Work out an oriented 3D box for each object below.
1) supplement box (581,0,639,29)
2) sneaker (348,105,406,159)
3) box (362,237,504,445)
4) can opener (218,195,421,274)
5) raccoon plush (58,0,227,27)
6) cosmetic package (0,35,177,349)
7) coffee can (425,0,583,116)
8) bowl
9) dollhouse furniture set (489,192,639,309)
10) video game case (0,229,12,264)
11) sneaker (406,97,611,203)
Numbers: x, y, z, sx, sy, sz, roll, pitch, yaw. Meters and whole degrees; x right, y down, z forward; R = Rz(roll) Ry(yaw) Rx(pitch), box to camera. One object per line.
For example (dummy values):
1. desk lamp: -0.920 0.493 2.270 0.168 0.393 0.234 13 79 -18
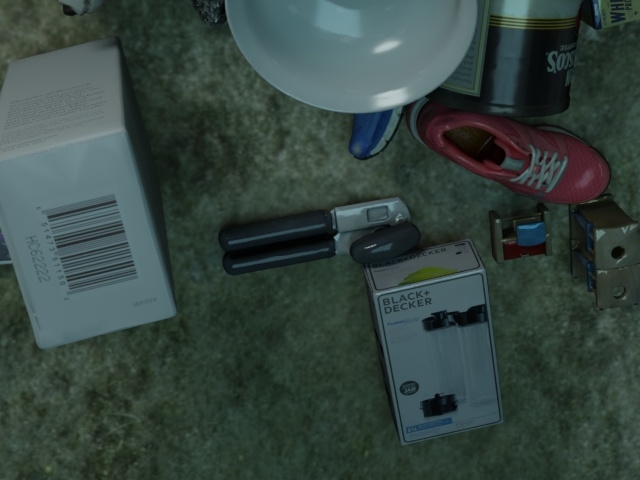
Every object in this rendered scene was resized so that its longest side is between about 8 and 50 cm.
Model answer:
1. supplement box: 0.397 -0.330 1.649 0.083 0.083 0.056 -14 112 0
2. sneaker: 0.060 -0.272 1.634 0.147 0.130 0.329 7 108 7
3. box: 0.168 0.153 1.791 0.169 0.087 0.289 -11 121 -2
4. can opener: 0.000 0.000 1.733 0.284 0.095 0.076 -11 112 -8
5. raccoon plush: -0.195 -0.474 1.527 0.299 0.216 0.446 24 77 1
6. cosmetic package: -0.288 -0.079 1.477 0.162 0.453 0.230 -14 113 -4
7. coffee can: 0.242 -0.318 1.575 0.202 0.201 0.275 2 111 -6
8. bowl: 0.041 -0.309 1.464 0.298 0.134 0.297 4 131 5
9. dollhouse furniture set: 0.354 0.025 1.760 0.184 0.129 0.128 -9 112 -3
10. video game case: -0.490 -0.045 1.707 0.190 0.022 0.173 -4 111 -4
11. sneaker: 0.269 -0.111 1.695 0.314 0.136 0.116 19 109 -13
